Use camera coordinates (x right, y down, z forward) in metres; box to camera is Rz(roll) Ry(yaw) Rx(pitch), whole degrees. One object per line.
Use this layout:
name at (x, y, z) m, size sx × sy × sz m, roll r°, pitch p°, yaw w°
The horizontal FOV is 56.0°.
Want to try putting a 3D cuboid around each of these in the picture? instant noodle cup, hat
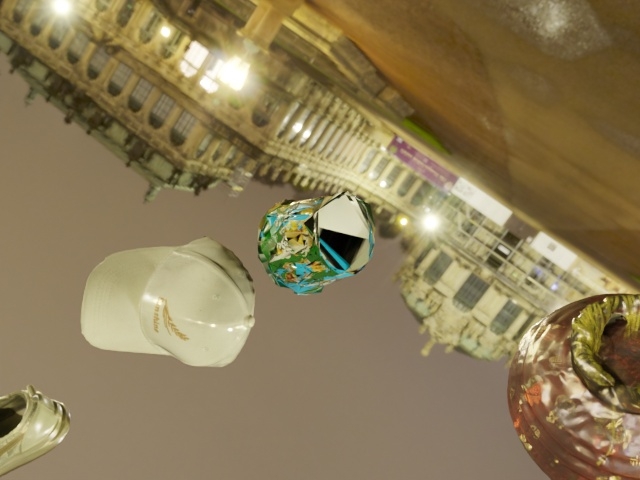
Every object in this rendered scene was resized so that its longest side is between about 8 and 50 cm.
instant noodle cup at (0.000, 0.000, 1.356) m, size 0.240 × 0.240 × 0.178 m, roll 27°, pitch 153°, yaw -34°
hat at (-0.286, 0.127, 1.127) m, size 0.302 × 0.257 × 0.168 m, roll 3°, pitch -171°, yaw -31°

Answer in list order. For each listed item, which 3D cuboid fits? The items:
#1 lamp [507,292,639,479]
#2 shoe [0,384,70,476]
lamp at (0.321, 0.161, 0.631) m, size 0.247 × 0.247 × 0.247 m, roll 33°, pitch -169°, yaw -8°
shoe at (-0.525, 0.305, 0.899) m, size 0.103 × 0.275 × 0.098 m, roll 48°, pitch 160°, yaw 44°
